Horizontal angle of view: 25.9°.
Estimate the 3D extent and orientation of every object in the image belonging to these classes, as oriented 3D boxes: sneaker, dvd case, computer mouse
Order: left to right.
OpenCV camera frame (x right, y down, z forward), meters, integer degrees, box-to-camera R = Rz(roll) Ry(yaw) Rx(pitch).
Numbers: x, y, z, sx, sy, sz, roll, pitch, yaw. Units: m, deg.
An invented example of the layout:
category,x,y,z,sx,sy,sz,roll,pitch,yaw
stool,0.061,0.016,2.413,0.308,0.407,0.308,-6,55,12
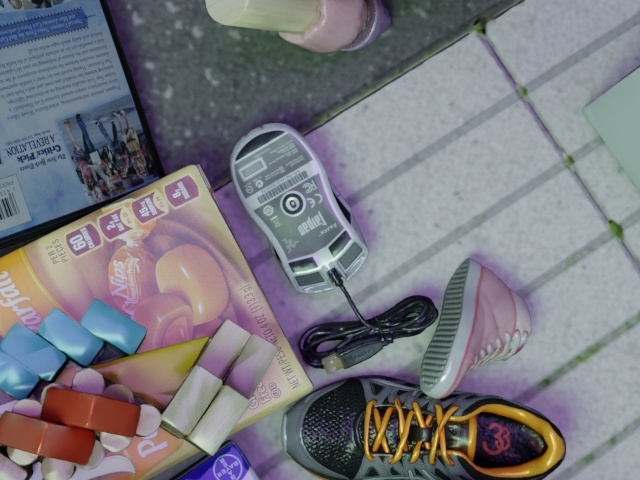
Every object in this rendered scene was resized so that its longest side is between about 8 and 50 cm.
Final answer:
category,x,y,z,sx,sy,sz,roll,pitch,yaw
dvd case,-0.215,-0.131,0.975,0.180,0.022,0.253,-24,99,-45
computer mouse,0.000,0.000,1.045,0.106,0.042,0.193,-28,86,7
sneaker,0.079,0.140,1.016,0.215,0.083,0.084,2,82,-7
sneaker,0.120,0.075,1.029,0.070,0.051,0.134,34,41,-10

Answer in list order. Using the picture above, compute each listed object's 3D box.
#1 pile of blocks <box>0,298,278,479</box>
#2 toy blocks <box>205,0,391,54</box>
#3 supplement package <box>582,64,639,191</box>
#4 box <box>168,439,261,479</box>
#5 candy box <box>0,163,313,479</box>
category,x,y,z,sx,sy,sz,roll,pitch,yaw
pile of blocks,-0.201,0.106,0.870,0.362,0.112,0.149,-19,85,-11
toy blocks,0.064,-0.317,1.012,0.260,0.309,0.288,-2,67,-52
supplement package,0.383,-0.113,1.048,0.263,0.198,0.199,-34,88,-13
box,-0.077,0.232,0.980,0.126,0.072,0.137,-33,87,-12
candy box,-0.187,0.100,0.977,0.316,0.087,0.183,-27,86,-13
